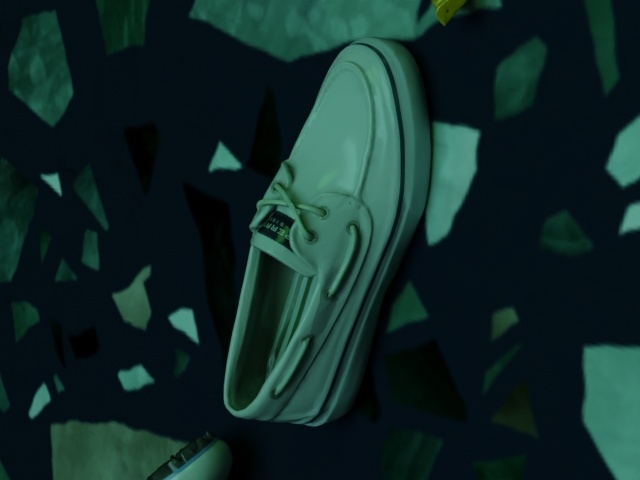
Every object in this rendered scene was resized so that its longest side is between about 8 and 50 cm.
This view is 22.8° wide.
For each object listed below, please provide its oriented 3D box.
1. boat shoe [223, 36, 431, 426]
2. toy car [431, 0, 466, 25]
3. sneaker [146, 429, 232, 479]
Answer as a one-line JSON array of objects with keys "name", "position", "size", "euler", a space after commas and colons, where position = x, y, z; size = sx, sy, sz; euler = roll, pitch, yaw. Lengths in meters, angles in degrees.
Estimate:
[{"name": "boat shoe", "position": [0.000, 0.000, 0.872], "size": [0.083, 0.076, 0.226], "euler": [22, 107, 46]}, {"name": "toy car", "position": [0.066, -0.178, 0.809], "size": [0.040, 0.060, 0.122], "euler": [-104, 38, -64]}, {"name": "sneaker", "position": [-0.105, 0.219, 1.009], "size": [0.086, 0.085, 0.237], "euler": [35, 116, 13]}]
